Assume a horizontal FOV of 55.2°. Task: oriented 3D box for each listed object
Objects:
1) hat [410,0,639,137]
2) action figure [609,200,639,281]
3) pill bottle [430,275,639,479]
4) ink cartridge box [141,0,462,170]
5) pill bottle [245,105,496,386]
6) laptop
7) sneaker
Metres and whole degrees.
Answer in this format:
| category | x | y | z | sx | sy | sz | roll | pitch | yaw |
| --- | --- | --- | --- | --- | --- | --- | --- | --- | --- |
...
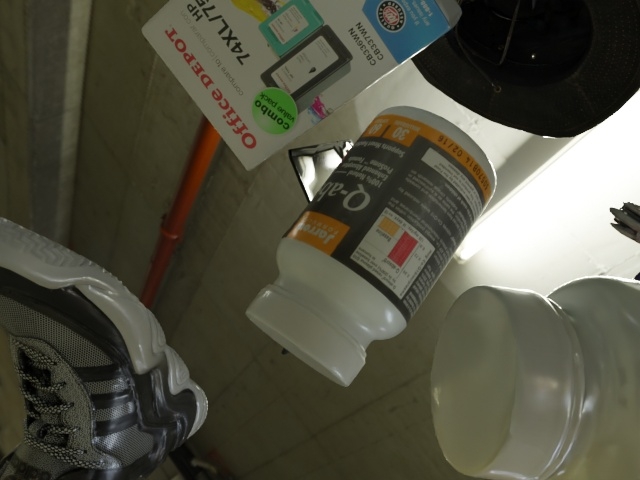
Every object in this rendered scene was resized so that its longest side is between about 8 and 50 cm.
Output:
| category | x | y | z | sx | sy | sz | roll | pitch | yaw |
| --- | --- | --- | --- | --- | --- | --- | --- | --- | --- |
| hat | 0.268 | -0.293 | 0.784 | 0.331 | 0.134 | 0.331 | 31 | -31 | 21 |
| action figure | 0.346 | 0.007 | 0.552 | 0.186 | 0.099 | 0.284 | 1 | -45 | 1 |
| pill bottle | 0.253 | 0.122 | 0.452 | 0.176 | 0.319 | 0.176 | -169 | -90 | -78 |
| ink cartridge box | -0.012 | -0.250 | 0.696 | 0.270 | 0.197 | 0.198 | -32 | -77 | 26 |
| pill bottle | 0.054 | 0.005 | 0.662 | 0.162 | 0.278 | 0.162 | 34 | -15 | 10 |
| laptop | 0.000 | 0.000 | 0.935 | 0.137 | 0.234 | 0.264 | 34 | -66 | 14 |
| sneaker | -0.174 | 0.114 | 0.406 | 0.101 | 0.153 | 0.268 | 17 | -33 | 27 |
